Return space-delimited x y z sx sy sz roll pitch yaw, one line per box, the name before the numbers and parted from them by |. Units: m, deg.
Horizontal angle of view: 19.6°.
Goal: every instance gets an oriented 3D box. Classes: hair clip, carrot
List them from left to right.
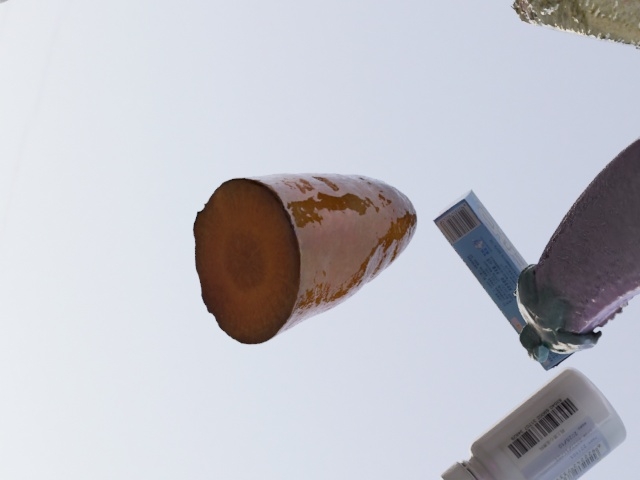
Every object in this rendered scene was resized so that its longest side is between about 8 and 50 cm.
carrot | 0.000 0.000 1.816 0.159 0.225 0.159 14 -69 42
hair clip | 0.248 -0.005 1.368 0.359 0.095 0.110 133 -27 -61

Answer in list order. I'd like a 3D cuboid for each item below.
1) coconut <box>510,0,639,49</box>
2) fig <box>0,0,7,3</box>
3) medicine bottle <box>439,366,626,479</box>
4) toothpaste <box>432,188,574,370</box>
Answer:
coconut | 0.311 -0.321 1.874 0.233 0.233 0.245 29 -69 62
fig | -0.304 -0.231 1.624 0.050 0.083 0.050 18 -68 53
medicine bottle | 0.225 0.227 1.962 0.186 0.103 0.103 -38 -151 -7
toothpaste | 0.194 0.037 1.887 0.044 0.193 0.070 -36 -177 20
